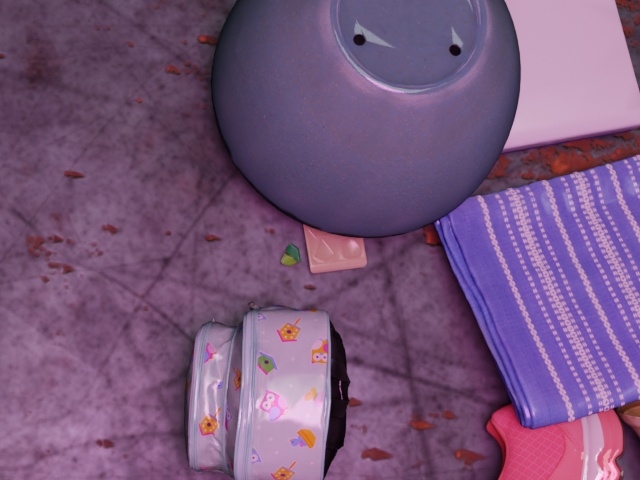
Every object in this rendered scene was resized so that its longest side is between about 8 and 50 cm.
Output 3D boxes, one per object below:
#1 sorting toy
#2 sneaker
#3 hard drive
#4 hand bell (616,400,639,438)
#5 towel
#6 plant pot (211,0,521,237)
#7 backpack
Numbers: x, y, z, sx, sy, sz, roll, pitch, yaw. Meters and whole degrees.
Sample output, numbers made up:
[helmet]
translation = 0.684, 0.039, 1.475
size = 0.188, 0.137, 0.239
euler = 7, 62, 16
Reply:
[sorting toy]
translation = 0.000, 0.000, 1.207
size = 0.083, 0.012, 0.062
euler = -7, 85, -15
[sneaker]
translation = 0.189, 0.295, 1.149
size = 0.136, 0.116, 0.314
euler = 10, 70, 2
[hard drive]
translation = 0.147, -0.187, 1.256
size = 0.318, 0.040, 0.210
euler = -11, 81, -12
[hand bell]
translation = 0.355, 0.272, 1.189
size = 0.126, 0.126, 0.242
euler = -7, 94, -12
[towel]
translation = 0.298, 0.028, 1.209
size = 0.336, 0.040, 0.243
euler = -15, 65, -13
[plant pot]
translation = 0.057, -0.163, 1.113
size = 0.290, 0.195, 0.290
euler = 2, 79, -10
[backpack]
translation = -0.044, 0.136, 1.081
size = 0.144, 0.188, 0.166
euler = 7, 79, -9
